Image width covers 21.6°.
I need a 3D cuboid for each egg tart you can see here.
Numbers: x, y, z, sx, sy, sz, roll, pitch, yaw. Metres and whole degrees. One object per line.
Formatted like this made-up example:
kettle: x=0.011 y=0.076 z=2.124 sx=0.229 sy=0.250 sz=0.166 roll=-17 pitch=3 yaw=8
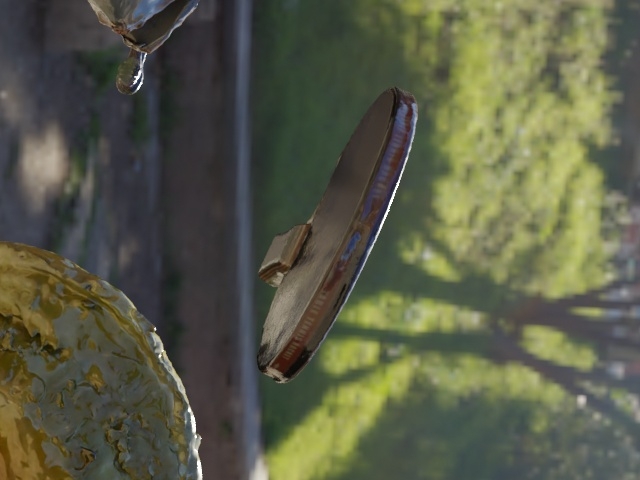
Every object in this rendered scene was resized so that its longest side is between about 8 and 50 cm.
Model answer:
egg tart: x=-0.253 y=0.168 z=1.281 sx=0.132 sy=0.341 sz=0.341 roll=-54 pitch=147 yaw=-70

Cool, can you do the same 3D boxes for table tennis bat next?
table tennis bat: x=0.000 y=0.000 z=0.725 sx=0.130 sy=0.019 sz=0.220 roll=-66 pitch=-173 yaw=-8

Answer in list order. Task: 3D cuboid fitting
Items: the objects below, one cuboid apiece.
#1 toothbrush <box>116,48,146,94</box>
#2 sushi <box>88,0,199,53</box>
toothbrush: x=-0.150 y=-0.298 z=1.691 sx=0.041 sy=0.041 sz=0.364 roll=87 pitch=15 yaw=-61
sushi: x=-0.109 y=-0.290 z=1.045 sx=0.130 sy=0.124 sz=0.332 roll=31 pitch=55 yaw=-74
